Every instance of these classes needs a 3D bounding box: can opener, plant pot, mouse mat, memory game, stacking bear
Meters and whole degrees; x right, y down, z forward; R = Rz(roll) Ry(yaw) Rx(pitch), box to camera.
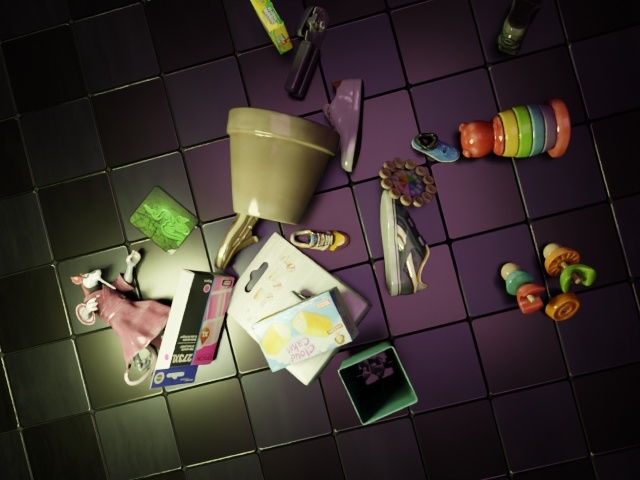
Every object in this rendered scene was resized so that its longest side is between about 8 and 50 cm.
[{"bbox_3d":[-0.053,-0.592,1.582,0.095,0.076,0.283,23,92,35],"label":"can opener"},{"bbox_3d":[0.163,0.392,1.476,0.166,0.234,0.165,-25,88,4],"label":"plant pot"},{"bbox_3d":[-0.507,-0.065,1.631,0.190,0.007,0.152,39,92,2],"label":"mouse mat"},{"bbox_3d":[-0.127,-0.199,1.453,0.323,0.323,0.280,11,92,3],"label":"plant pot"},{"bbox_3d":[0.265,-0.179,1.527,0.186,0.012,0.186,9,56,-14],"label":"memory game"},{"bbox_3d":[0.562,-0.316,1.497,0.289,0.164,0.175,-8,89,8],"label":"stacking bear"}]

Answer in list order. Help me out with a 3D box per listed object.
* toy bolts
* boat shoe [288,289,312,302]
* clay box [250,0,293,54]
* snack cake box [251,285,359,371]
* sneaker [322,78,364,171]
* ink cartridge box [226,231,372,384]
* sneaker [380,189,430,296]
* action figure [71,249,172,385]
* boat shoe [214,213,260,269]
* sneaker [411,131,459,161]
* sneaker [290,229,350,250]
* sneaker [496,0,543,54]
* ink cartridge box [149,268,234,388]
[{"bbox_3d":[0.662,0.127,1.523,0.229,0.158,0.218,-13,130,-6],"label":"toy bolts"},{"bbox_3d":[-0.030,0.188,1.505,0.142,0.049,0.040,37,87,11],"label":"boat shoe"},{"bbox_3d":[-0.148,-0.653,1.499,0.053,0.222,0.127,-31,88,6],"label":"clay box"},{"bbox_3d":[-0.045,0.253,1.441,0.264,0.089,0.152,-26,89,19],"label":"snack cake box"},{"bbox_3d":[0.066,-0.352,1.556,0.123,0.106,0.290,3,81,11],"label":"sneaker"},{"bbox_3d":[-0.081,0.207,1.586,0.385,0.091,0.308,38,93,20],"label":"ink cartridge box"},{"bbox_3d":[0.254,0.004,1.527,0.128,0.126,0.321,-5,89,-2],"label":"sneaker"},{"bbox_3d":[-0.620,0.219,1.583,0.370,0.248,0.275,34,132,13],"label":"action figure"},{"bbox_3d":[-0.238,-0.016,1.573,0.095,0.095,0.257,26,91,-3],"label":"boat shoe"},{"bbox_3d":[0.355,-0.284,1.538,0.152,0.084,0.058,24,91,3],"label":"sneaker"},{"bbox_3d":[0.000,0.000,1.561,0.186,0.084,0.069,-1,90,4],"label":"sneaker"},{"bbox_3d":[0.597,-0.657,1.532,0.087,0.130,0.227,26,64,8],"label":"sneaker"},{"bbox_3d":[-0.387,0.275,1.539,0.069,0.176,0.370,19,93,33],"label":"ink cartridge box"}]
